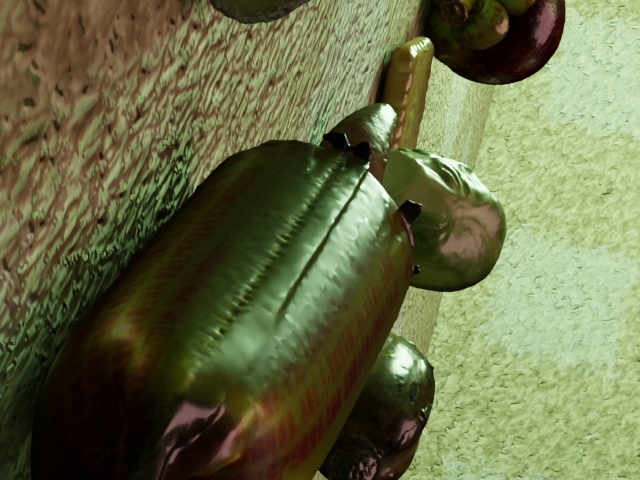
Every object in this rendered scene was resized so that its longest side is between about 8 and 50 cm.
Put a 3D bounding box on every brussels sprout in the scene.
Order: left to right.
[{"bbox_3d":[0.084,-0.019,1.307,0.117,0.155,0.155,-61,165,-24],"label":"brussels sprout"}]

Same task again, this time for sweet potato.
[{"bbox_3d":[0.002,-0.001,1.070,0.255,0.058,0.078,-69,-170,-22],"label":"sweet potato"}]

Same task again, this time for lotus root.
[{"bbox_3d":[0.040,0.156,1.372,0.209,0.120,0.120,-62,163,-57],"label":"lotus root"}]

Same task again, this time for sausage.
[{"bbox_3d":[-0.040,0.056,0.629,0.125,0.117,0.317,-37,-171,24],"label":"sausage"}]

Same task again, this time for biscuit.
[{"bbox_3d":[0.065,-0.068,1.460,0.160,0.030,0.250,-45,147,-74],"label":"biscuit"}]

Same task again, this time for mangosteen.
[{"bbox_3d":[0.169,-0.246,1.617,0.146,0.181,0.156,47,-63,48],"label":"mangosteen"}]

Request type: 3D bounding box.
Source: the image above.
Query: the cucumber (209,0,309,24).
[{"bbox_3d":[-0.021,-0.136,0.708,0.112,0.064,0.064,-58,159,-73],"label":"cucumber"}]
